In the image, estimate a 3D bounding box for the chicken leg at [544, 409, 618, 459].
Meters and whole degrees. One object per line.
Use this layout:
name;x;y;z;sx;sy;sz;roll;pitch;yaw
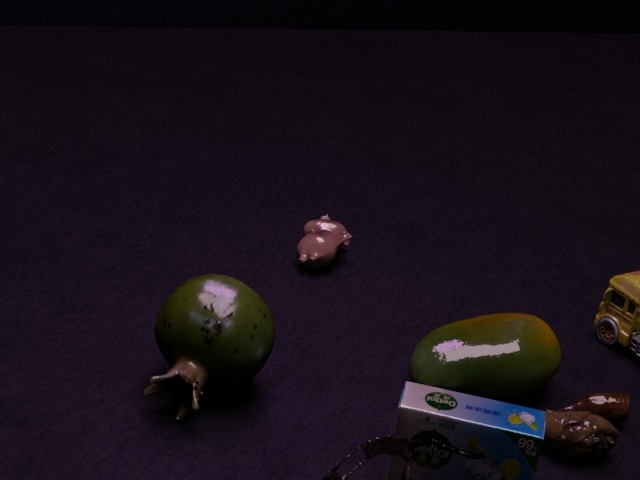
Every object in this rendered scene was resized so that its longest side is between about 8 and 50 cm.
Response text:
chicken leg;0.334;0.273;1.885;0.198;0.069;0.085;9;23;17

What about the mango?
mango;0.253;0.184;2.000;0.251;0.114;0.156;-11;39;-11

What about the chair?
chair;0.086;0.323;1.594;0.213;0.174;0.149;18;28;-6

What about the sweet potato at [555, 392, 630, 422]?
sweet potato;0.418;0.258;1.971;0.117;0.049;0.049;-4;26;-2

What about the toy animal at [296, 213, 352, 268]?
toy animal;-0.002;0.006;2.336;0.083;0.089;0.150;35;26;4

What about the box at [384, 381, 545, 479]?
box;0.193;0.283;1.729;0.194;0.139;0.073;12;26;8

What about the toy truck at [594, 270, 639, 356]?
toy truck;0.588;0.142;2.128;0.124;0.157;0.272;-8;30;-31

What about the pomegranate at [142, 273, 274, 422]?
pomegranate;-0.169;0.156;1.871;0.181;0.181;0.224;18;49;20
